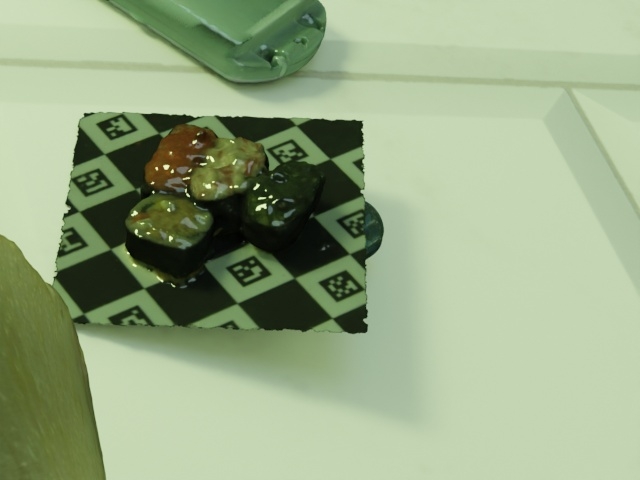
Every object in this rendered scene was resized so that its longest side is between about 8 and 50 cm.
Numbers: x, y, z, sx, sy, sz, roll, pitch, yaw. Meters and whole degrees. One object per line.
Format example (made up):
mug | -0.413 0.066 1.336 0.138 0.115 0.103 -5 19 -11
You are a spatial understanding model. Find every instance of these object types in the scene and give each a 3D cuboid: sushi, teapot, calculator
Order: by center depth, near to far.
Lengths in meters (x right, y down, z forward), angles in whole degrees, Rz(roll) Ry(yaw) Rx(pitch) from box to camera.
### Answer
sushi | -0.075 -0.035 1.292 0.219 0.047 0.231 2 43 -1
teapot | 0.002 -0.003 1.332 0.063 0.049 0.083 42 47 20
calculator | -0.108 -0.219 1.518 0.246 0.045 0.141 33 42 12

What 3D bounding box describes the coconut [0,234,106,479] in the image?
coconut | -0.250 0.121 0.877 0.352 0.352 0.352 13 42 -12
